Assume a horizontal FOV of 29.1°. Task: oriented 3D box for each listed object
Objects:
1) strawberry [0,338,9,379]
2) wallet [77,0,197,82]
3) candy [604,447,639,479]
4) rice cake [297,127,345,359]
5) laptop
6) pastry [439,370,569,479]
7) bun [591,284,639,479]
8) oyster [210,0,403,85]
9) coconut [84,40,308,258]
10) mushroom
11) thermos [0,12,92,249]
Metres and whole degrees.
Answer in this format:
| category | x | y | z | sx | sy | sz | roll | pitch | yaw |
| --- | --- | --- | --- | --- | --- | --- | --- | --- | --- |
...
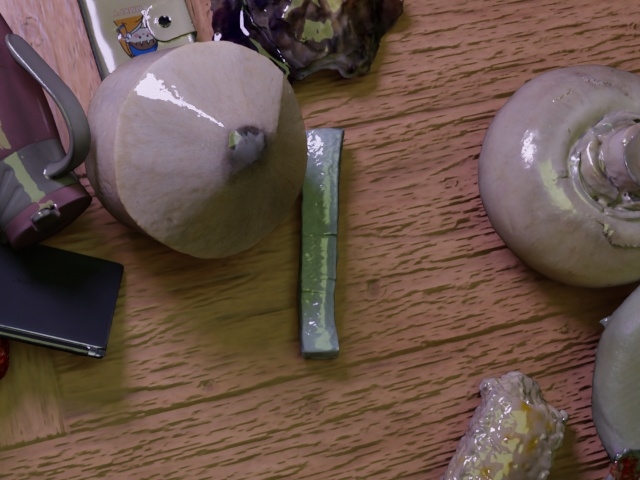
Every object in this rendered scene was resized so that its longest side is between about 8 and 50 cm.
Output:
| category | x | y | z | sx | sy | sz | roll | pitch | yaw |
| --- | --- | --- | --- | --- | --- | --- | --- | --- | --- |
| strawberry | -0.326 | 0.095 | 1.166 | 0.073 | 0.073 | 0.083 | 16 | 65 | -9 |
| wallet | -0.186 | -0.216 | 1.283 | 0.110 | 0.039 | 0.155 | -16 | 81 | -13 |
| candy | 0.239 | 0.327 | 1.208 | 0.059 | 0.086 | 0.292 | 33 | 92 | 35 |
| rice cake | 0.000 | 0.000 | 1.275 | 0.045 | 0.042 | 0.245 | 2 | 78 | 0 |
| laptop | -0.285 | 0.047 | 1.180 | 0.180 | 0.016 | 0.129 | 15 | 40 | -10 |
| pastry | 0.171 | 0.253 | 1.240 | 0.121 | 0.089 | 0.258 | 36 | 75 | -14 |
| bun | 0.418 | 0.147 | 1.275 | 0.283 | 0.179 | 0.283 | 2 | 96 | 15 |
| oyster | -0.019 | -0.296 | 1.311 | 0.275 | 0.100 | 0.271 | -47 | 106 | -22 |
| coconut | -0.113 | -0.087 | 1.164 | 0.202 | 0.222 | 0.202 | -4 | 99 | -26 |
| mushroom | 0.294 | -0.069 | 1.280 | 0.246 | 0.202 | 0.246 | 3 | 81 | -22 |
| thermos | -0.314 | -0.124 | 1.162 | 0.265 | 0.176 | 0.146 | 54 | 37 | 4 |
